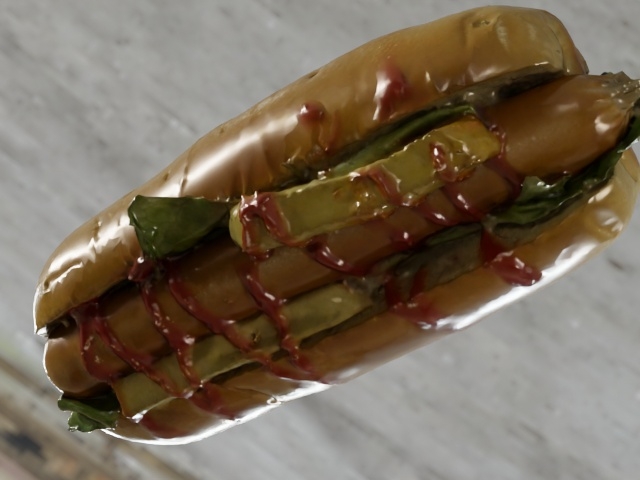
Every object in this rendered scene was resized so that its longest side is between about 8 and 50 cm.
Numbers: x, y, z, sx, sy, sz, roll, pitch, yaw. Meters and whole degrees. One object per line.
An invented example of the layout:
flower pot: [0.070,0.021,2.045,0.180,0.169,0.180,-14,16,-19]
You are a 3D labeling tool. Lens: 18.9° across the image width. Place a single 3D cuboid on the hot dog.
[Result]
hot dog: [0.000,0.000,0.653,0.250,0.076,0.104,-24,102,31]
